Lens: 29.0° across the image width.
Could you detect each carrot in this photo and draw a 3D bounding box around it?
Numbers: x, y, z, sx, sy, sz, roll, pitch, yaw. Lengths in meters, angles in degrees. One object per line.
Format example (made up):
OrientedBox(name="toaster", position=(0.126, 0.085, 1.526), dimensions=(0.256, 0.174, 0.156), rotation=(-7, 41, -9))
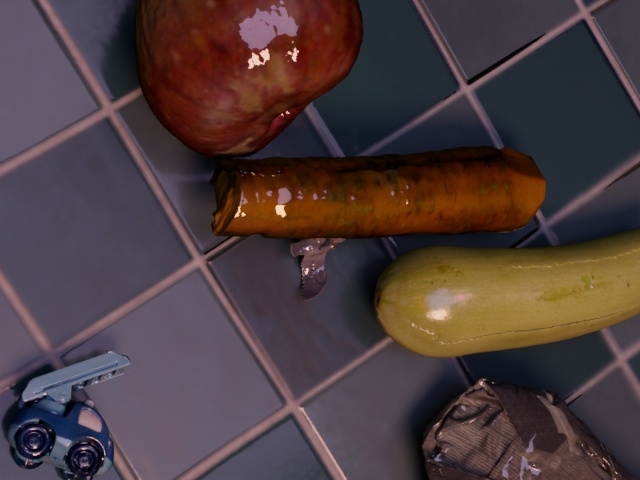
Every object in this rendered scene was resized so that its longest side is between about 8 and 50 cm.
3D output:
OrientedBox(name="carrot", position=(0.044, -0.033, 0.879), dimensions=(0.260, 0.070, 0.070), rotation=(-3, 86, -26))

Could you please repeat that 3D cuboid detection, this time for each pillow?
OrientedBox(name="pillow", position=(0.207, 0.238, 0.913), dimensions=(0.335, 0.092, 0.161), rotation=(37, 70, -11))

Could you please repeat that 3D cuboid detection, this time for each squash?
OrientedBox(name="squash", position=(0.155, 0.036, 0.921), dimensions=(0.250, 0.083, 0.083), rotation=(-7, 88, -21))

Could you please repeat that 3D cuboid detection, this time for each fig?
OrientedBox(name="fig", position=(-0.062, -0.165, 0.851), dimensions=(0.143, 0.160, 0.231), rotation=(19, 39, -37))

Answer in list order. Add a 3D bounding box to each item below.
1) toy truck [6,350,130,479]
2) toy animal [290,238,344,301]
OrientedBox(name="toy truck", position=(-0.164, 0.114, 0.825), dimensions=(0.073, 0.056, 0.090), rotation=(24, 66, -9))
OrientedBox(name="toy animal", position=(0.000, 0.000, 0.898), dimensions=(0.050, 0.028, 0.084), rotation=(-8, 89, -10))
